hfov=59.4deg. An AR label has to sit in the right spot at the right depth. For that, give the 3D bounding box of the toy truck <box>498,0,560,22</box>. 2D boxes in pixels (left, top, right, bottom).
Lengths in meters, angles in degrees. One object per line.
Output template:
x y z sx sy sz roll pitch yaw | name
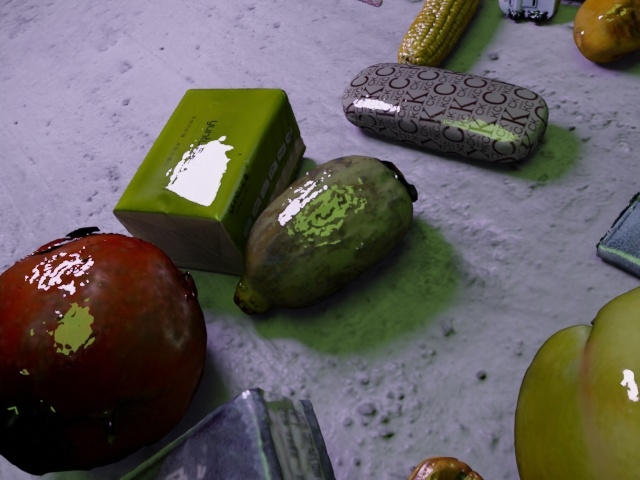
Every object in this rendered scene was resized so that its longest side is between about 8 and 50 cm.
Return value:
0.404 -0.469 1.078 0.111 0.076 0.077 23 47 32 | toy truck

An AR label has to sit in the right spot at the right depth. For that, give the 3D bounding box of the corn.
0.239 -0.429 1.081 0.102 0.102 0.313 15 63 27 | corn

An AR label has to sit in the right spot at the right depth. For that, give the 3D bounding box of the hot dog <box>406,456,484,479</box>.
0.093 0.341 0.578 0.100 0.068 0.249 32 71 16 | hot dog

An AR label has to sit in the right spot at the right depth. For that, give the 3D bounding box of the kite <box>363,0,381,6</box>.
0.133 -0.574 1.278 0.156 0.011 0.139 -7 56 14 | kite

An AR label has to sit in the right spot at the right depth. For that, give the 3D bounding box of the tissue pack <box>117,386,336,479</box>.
-0.084 0.383 0.524 0.288 0.124 0.394 -37 49 19 | tissue pack

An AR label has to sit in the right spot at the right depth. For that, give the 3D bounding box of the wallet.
0.497 -0.021 0.739 0.167 0.036 0.222 33 72 33 | wallet

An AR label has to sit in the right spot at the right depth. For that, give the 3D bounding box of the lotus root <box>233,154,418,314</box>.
0.000 0.000 0.813 0.309 0.173 0.173 -39 53 -3 | lotus root

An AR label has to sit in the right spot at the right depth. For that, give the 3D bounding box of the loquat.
0.499 -0.361 0.946 0.137 0.113 0.137 -7 28 4 | loquat

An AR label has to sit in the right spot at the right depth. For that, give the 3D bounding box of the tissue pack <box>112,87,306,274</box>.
-0.169 -0.105 0.925 0.200 0.167 0.275 6 58 22 | tissue pack

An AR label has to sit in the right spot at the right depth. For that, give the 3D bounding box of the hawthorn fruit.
-0.297 0.141 0.717 0.315 0.316 0.316 -9 53 11 | hawthorn fruit

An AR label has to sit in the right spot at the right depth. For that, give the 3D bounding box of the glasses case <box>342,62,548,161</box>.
0.199 -0.223 0.947 0.354 0.085 0.137 22 63 29 | glasses case

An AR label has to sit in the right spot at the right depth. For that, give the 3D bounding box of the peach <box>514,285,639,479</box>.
0.314 0.197 0.479 0.314 0.281 0.316 -14 74 -38 | peach
